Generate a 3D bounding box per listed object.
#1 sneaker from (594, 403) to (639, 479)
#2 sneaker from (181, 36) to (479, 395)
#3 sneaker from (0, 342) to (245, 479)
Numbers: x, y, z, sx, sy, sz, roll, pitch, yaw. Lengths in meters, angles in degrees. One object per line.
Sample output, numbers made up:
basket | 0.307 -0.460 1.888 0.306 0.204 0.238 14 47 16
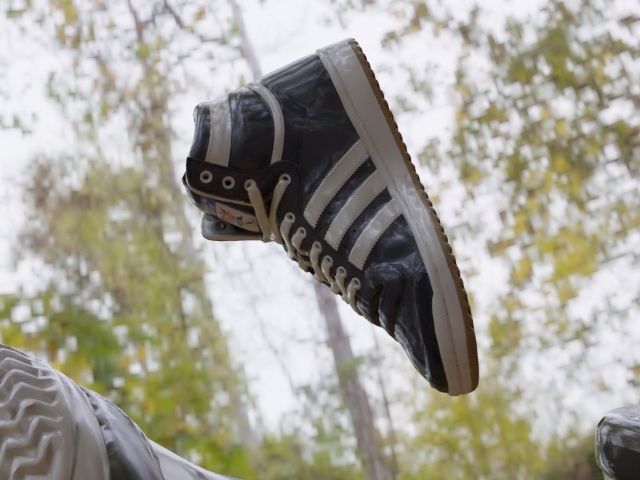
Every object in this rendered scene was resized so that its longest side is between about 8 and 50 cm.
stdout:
sneaker | 0.196 0.146 0.573 0.270 0.090 0.145 15 -84 -15
sneaker | 0.000 0.000 1.260 0.153 0.282 0.099 -18 -28 -6
sneaker | 0.007 0.188 0.491 0.137 0.366 0.210 -45 -35 15
